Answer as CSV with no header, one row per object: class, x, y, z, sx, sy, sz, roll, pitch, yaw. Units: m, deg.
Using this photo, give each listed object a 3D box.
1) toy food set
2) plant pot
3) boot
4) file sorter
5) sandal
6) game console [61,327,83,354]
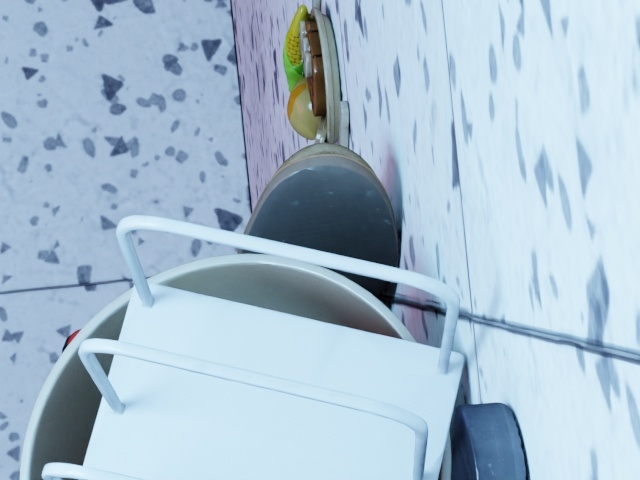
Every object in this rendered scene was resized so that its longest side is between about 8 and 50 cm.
toy food set,-0.008,-0.133,1.617,0.132,0.038,0.192,90,172,-47
plant pot,-0.025,0.175,1.213,0.274,0.256,0.256,61,-160,-66
boot,0.000,0.000,1.375,0.305,0.112,0.115,89,-176,-61
file sorter,-0.046,0.151,0.967,0.173,0.193,0.278,85,-162,-72
sandal,0.072,0.193,1.001,0.097,0.054,0.254,-105,10,-60
game console,-0.106,0.280,1.396,0.386,0.060,0.342,64,-160,-64
